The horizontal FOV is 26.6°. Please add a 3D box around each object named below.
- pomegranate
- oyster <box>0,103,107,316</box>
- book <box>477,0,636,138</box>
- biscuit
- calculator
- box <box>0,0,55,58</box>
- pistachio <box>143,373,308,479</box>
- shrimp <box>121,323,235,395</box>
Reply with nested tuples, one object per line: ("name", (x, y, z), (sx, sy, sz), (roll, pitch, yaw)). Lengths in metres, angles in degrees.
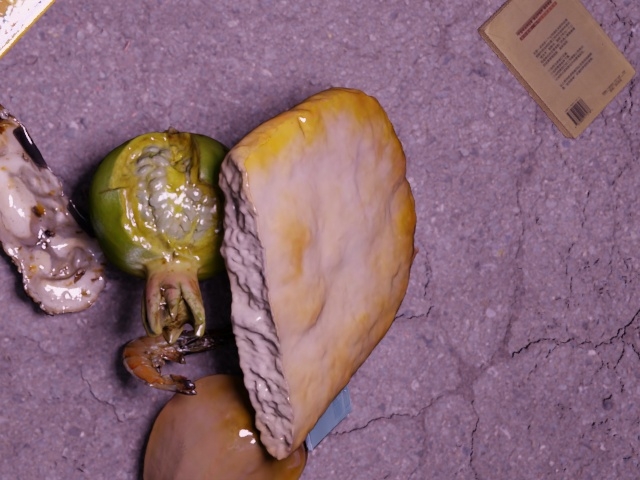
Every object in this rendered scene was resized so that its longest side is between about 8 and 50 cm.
("pomegranate", (-0.197, -0.005, 1.821), (0.236, 0.236, 0.302), (3, 66, -18))
("oyster", (-0.396, -0.054, 1.853), (0.129, 0.078, 0.345), (-26, 109, -8))
("book", (0.372, -0.293, 2.117), (0.161, 0.026, 0.231), (-45, 105, -12))
("biscuit", (-0.001, 0.000, 1.867), (0.446, 0.104, 0.429), (-47, 131, -45))
("calculator", (0.009, 0.250, 1.969), (0.018, 0.172, 0.057), (-10, 99, 22))
("box", (-0.466, -0.346, 1.811), (0.193, 0.084, 0.301), (43, 80, -15))
("pistachio", (-0.153, 0.321, 1.917), (0.213, 0.163, 0.260), (38, 95, 3))
("shrimp", (-0.178, 0.168, 1.905), (0.195, 0.148, 0.035), (-9, 116, -20))
